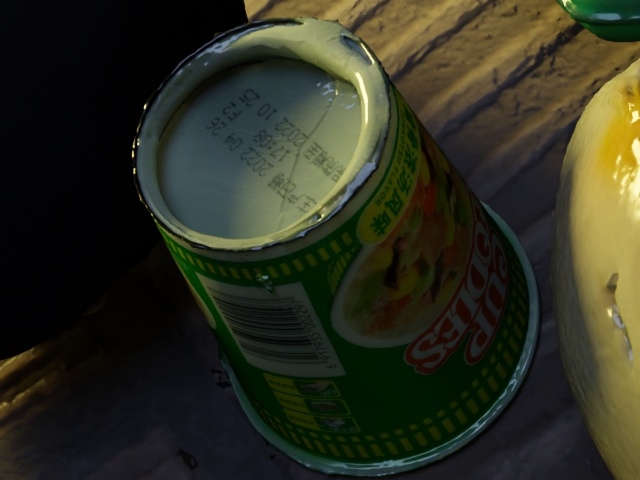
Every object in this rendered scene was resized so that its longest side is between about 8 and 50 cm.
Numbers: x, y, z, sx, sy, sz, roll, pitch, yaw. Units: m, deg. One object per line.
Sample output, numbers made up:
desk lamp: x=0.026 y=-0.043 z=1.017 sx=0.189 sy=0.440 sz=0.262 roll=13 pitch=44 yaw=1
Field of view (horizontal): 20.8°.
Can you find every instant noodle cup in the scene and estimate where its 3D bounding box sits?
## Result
instant noodle cup: x=0.000 y=0.000 z=0.987 sx=0.207 sy=0.232 sz=0.207 roll=-9 pitch=59 yaw=16

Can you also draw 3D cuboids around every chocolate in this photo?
chocolate: x=-0.193 y=-0.073 z=1.107 sx=0.225 sy=0.210 sz=0.340 roll=40 pitch=76 yaw=-11

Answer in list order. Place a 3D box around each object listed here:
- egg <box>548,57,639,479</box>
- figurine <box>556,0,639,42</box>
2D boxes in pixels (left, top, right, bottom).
egg: x=0.245 y=0.040 z=0.826 sx=0.337 sy=0.201 sz=0.337 roll=6 pitch=103 yaw=27
figurine: x=0.271 y=-0.203 z=1.006 sx=0.340 sy=0.231 sz=0.323 roll=20 pitch=49 yaw=32
